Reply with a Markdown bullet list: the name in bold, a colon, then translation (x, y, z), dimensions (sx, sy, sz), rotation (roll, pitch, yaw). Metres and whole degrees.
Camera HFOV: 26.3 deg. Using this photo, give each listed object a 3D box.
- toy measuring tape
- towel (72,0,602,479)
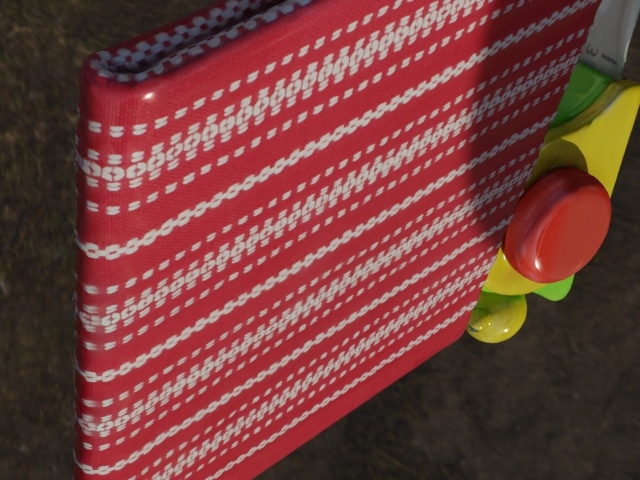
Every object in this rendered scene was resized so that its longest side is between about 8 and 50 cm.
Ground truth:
- **toy measuring tape**: translation (0.120, -0.082, 0.772), dimensions (0.121, 0.121, 0.330), rotation (3, 118, -16)
- **towel**: translation (0.000, 0.000, 0.450), dimensions (0.199, 0.275, 0.031), rotation (-32, 65, -29)
